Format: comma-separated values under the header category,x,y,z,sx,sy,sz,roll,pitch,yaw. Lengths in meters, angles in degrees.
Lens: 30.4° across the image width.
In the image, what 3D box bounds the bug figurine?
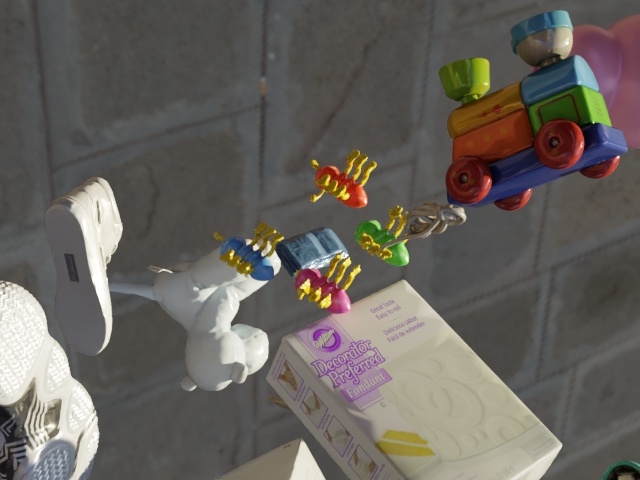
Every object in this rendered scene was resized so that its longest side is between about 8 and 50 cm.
category,x,y,z,sx,sy,sz,roll,pitch,yaw
bug figurine,0.000,0.000,1.636,0.279,0.216,0.072,-38,152,-29

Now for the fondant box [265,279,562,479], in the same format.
category,x,y,z,sx,sy,sz,roll,pitch,yaw
fondant box,0.123,0.230,1.586,0.238,0.330,0.096,-23,148,-37

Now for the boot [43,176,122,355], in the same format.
category,x,y,z,sx,sy,sz,roll,pitch,yaw
boot,-0.334,0.036,1.756,0.123,0.095,0.258,-49,144,-55

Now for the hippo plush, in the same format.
category,x,y,z,sx,sy,sz,roll,pitch,yaw
hippo plush,-0.171,0.139,2.097,0.234,0.237,0.294,-22,173,33

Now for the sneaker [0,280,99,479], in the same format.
category,x,y,z,sx,sy,sz,roll,pitch,yaw
sneaker,-0.389,0.171,1.330,0.366,0.210,0.137,80,31,-43

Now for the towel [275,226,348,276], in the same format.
category,x,y,z,sx,sy,sz,roll,pitch,yaw
towel,-0.014,0.015,1.893,0.119,0.067,0.029,-20,157,-42

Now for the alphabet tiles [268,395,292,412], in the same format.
category,x,y,z,sx,sy,sz,roll,pitch,yaw
alphabet tiles,0.096,0.305,1.929,0.285,0.342,0.011,45,57,-66

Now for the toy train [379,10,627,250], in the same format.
category,x,y,z,sx,sy,sz,roll,pitch,yaw
toy train,0.136,-0.097,1.058,0.248,0.143,0.105,-21,165,32

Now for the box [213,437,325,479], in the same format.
category,x,y,z,sx,sy,sz,roll,pitch,yaw
box,-0.027,0.501,1.732,0.168,0.215,0.345,-27,95,7

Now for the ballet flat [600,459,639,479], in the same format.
category,x,y,z,sx,sy,sz,roll,pitch,yaw
ballet flat,0.359,0.364,1.367,0.083,0.247,0.087,-17,134,24

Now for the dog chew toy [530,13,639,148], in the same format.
category,x,y,z,sx,sy,sz,roll,pitch,yaw
dog chew toy,0.442,-0.208,1.566,0.331,0.207,0.207,4,120,-11
